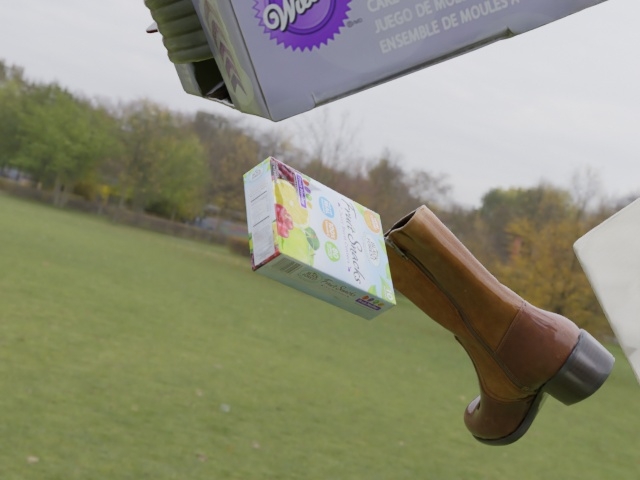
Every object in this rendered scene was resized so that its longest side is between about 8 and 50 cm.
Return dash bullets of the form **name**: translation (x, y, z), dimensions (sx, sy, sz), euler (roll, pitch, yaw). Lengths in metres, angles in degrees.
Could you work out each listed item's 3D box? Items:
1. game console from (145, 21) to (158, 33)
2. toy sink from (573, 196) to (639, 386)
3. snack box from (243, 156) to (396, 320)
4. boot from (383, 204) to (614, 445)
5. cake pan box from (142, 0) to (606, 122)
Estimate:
- **game console**: translation (-0.147, -0.327, 1.226), dimensions (0.085, 0.144, 0.124), euler (22, -43, 12)
- **toy sink**: translation (0.304, 0.018, 0.606), dimensions (0.131, 0.234, 0.153), euler (39, 24, -32)
- **snack box**: translation (0.000, 0.000, 0.848), dimensions (0.037, 0.100, 0.141), euler (-32, -42, 33)
- **boot**: translation (0.154, 0.109, 1.145), dimensions (0.280, 0.096, 0.264), euler (37, -27, -1)
- **cake pan box**: translation (0.052, -0.132, 0.464), dimensions (0.266, 0.070, 0.246), euler (-22, 14, -8)
